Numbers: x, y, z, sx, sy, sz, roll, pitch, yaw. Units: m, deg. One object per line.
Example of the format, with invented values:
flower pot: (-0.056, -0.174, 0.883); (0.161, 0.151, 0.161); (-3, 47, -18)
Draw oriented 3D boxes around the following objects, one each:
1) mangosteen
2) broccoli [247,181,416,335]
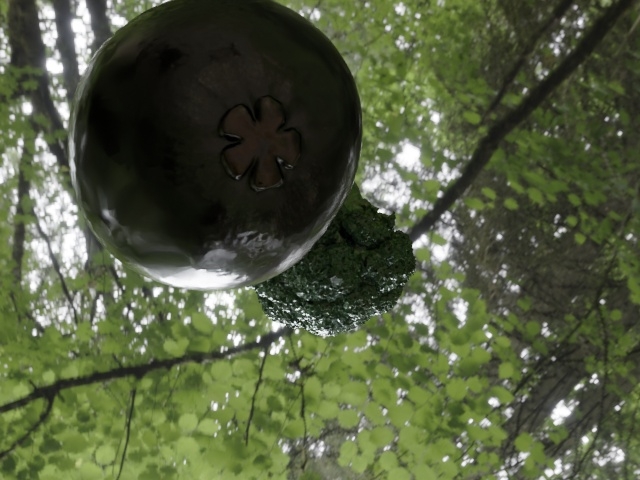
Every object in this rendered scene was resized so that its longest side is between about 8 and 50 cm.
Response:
mangosteen: (-0.107, -0.092, 0.749); (0.275, 0.302, 0.275); (-2, -85, -21)
broccoli: (0.000, 0.000, 1.094); (0.270, 0.270, 0.270); (4, -113, -10)
